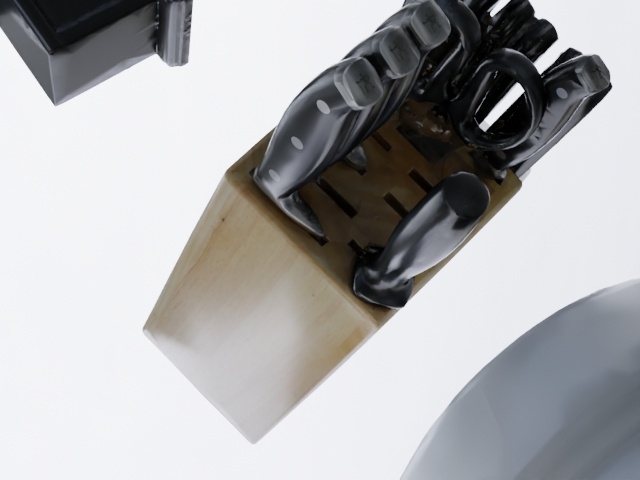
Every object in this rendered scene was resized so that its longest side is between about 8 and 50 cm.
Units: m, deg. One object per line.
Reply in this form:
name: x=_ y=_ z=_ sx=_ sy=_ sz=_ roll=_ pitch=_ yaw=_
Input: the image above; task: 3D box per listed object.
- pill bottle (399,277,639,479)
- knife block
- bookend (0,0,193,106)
pill bottle: x=0.187 y=0.182 z=0.399 sx=0.210 sy=0.363 sz=0.210 roll=-21 pitch=-46 yaw=-24
knife block: x=0.000 y=0.000 z=0.566 sx=0.275 sy=0.088 sz=0.242 roll=-46 pitch=-4 yaw=19
bookend: x=-0.175 y=-0.134 z=0.707 sx=0.157 sy=0.156 sz=0.072 roll=-31 pitch=-15 yaw=-18
